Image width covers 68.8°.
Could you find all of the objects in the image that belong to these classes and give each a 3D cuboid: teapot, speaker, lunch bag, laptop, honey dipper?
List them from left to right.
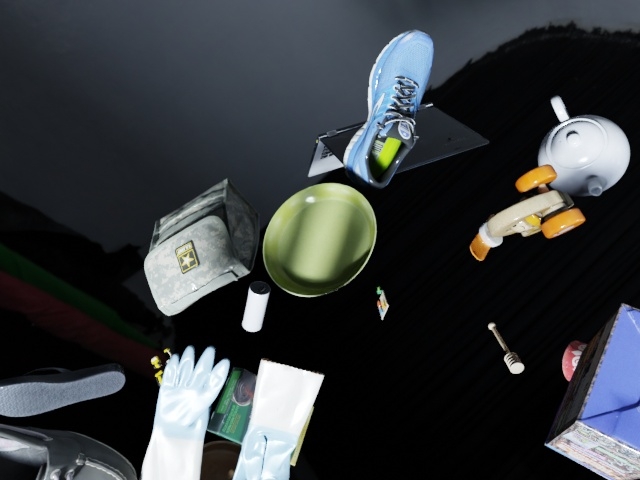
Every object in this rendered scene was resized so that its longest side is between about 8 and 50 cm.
[{"bbox_3d":[-0.281,0.021,1.125,0.169,0.235,0.287,51,-163,-36],"label":"lunch bag"},{"bbox_3d":[-0.169,0.174,1.231,0.055,0.136,0.055,11,-146,-8],"label":"speaker"},{"bbox_3d":[0.198,-0.239,1.391,0.408,0.382,0.236,118,132,-70],"label":"laptop"},{"bbox_3d":[0.418,0.237,1.069,0.030,0.030,0.160,48,-163,-22],"label":"honey dipper"},{"bbox_3d":[0.735,-0.260,1.332,0.256,0.252,0.187,31,-173,41],"label":"teapot"}]

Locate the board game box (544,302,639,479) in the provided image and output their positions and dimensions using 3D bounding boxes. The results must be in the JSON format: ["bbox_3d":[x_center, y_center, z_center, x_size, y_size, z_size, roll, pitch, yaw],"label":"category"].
[{"bbox_3d":[0.550,0.291,0.862,0.141,0.232,0.291,24,160,26],"label":"board game box"}]

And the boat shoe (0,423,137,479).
[{"bbox_3d":[-0.372,0.259,0.525,0.335,0.112,0.095,31,169,-20],"label":"boat shoe"}]

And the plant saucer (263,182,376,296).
[{"bbox_3d":[0.000,0.000,0.924,0.241,0.241,0.037,47,-178,34],"label":"plant saucer"}]

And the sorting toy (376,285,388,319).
[{"bbox_3d":[0.166,0.166,1.283,0.083,0.012,0.062,-101,17,-50],"label":"sorting toy"}]

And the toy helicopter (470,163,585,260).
[{"bbox_3d":[0.486,-0.039,1.124,0.355,0.235,0.140,7,-125,-59],"label":"toy helicopter"}]

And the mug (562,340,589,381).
[{"bbox_3d":[0.748,0.334,1.207,0.150,0.113,0.169,22,169,-28],"label":"mug"}]

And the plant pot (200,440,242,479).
[{"bbox_3d":[-0.242,0.641,1.190,0.237,0.109,0.237,26,-163,-8],"label":"plant pot"}]

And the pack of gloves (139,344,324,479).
[{"bbox_3d":[-0.121,0.246,0.625,0.195,0.232,0.046,15,-167,-6],"label":"pack of gloves"}]

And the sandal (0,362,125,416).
[{"bbox_3d":[-0.544,0.300,0.968,0.255,0.097,0.054,2,-149,-37],"label":"sandal"}]

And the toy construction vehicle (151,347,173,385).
[{"bbox_3d":[-0.521,0.424,1.570,0.098,0.086,0.035,56,-164,23],"label":"toy construction vehicle"}]

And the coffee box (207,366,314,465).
[{"bbox_3d":[-0.098,0.309,0.819,0.040,0.113,0.184,-10,139,45],"label":"coffee box"}]

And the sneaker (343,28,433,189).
[{"bbox_3d":[0.158,-0.251,0.949,0.130,0.330,0.147,10,-159,-22],"label":"sneaker"}]
